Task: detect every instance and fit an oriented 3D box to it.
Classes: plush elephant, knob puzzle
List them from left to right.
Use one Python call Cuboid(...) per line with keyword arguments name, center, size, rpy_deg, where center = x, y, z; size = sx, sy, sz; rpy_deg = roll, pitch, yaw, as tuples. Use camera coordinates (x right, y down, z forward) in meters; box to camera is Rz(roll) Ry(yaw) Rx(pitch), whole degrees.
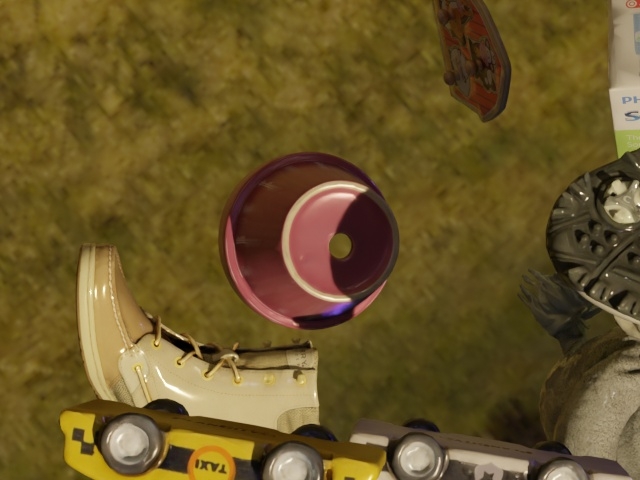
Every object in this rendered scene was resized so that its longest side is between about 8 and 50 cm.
Cuboid(name="knob puzzle", center=(0.177, -0.230, 1.725), size=(0.030, 0.213, 0.213), rpy_deg=(-19, 166, -13))
Cuboid(name="plush elephant", center=(0.321, 0.119, 1.178), size=(0.272, 0.330, 0.255), rpy_deg=(-9, 158, -38))

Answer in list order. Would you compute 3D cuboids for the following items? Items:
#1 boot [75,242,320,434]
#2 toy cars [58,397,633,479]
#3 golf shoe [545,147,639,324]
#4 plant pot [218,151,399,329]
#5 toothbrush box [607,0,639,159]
Cuboid(name="boot", center=(-0.105, 0.105, 1.279), size=(0.203, 0.262, 0.095), rpy_deg=(-9, -152, 4))
Cuboid(name="toy cars", center=(0.024, 0.160, 0.890), size=(0.394, 0.087, 0.176), rpy_deg=(9, 180, -35))
Cuboid(name="golf shoe", center=(0.230, 0.015, 0.765), size=(0.273, 0.105, 0.120), rpy_deg=(1, 163, -22))
Cuboid(name="plant pot", center=(0.000, 0.000, 1.553), size=(0.201, 0.201, 0.180), rpy_deg=(-37, -171, -12))
Cuboid(name="toothbrush box", center=(0.389, -0.106, 1.352), size=(0.206, 0.122, 0.283), rpy_deg=(-4, 146, 16))
